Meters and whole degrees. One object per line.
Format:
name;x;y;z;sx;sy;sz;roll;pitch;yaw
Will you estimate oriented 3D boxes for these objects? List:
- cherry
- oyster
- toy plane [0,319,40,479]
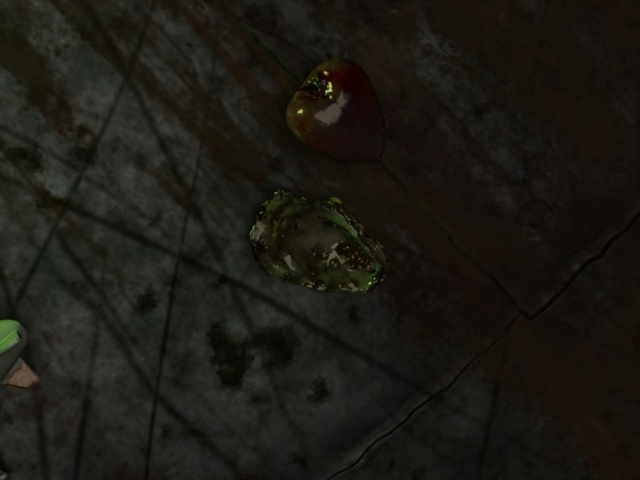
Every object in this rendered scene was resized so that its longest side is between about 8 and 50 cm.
cherry;0.015;-0.141;1.827;0.106;0.087;0.126;-30;118;-15
oyster;0.006;0.005;1.852;0.177;0.056;0.105;15;103;-12
toy plane;-0.418;0.163;1.744;0.244;0.117;0.245;-1;95;-13
